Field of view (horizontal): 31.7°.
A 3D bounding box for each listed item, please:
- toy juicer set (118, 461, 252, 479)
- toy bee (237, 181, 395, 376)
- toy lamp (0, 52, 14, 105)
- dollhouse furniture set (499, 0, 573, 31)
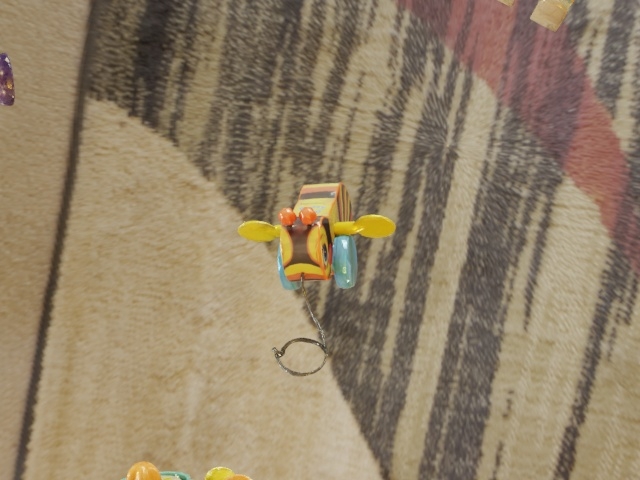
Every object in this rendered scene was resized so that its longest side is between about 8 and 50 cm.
[{"bbox_3d":[-0.232,0.365,1.687,0.329,0.209,0.089,-4,95,47],"label":"toy juicer set"},{"bbox_3d":[0.000,0.000,1.433,0.195,0.298,0.162,-15,128,-5],"label":"toy bee"},{"bbox_3d":[-0.534,-0.196,1.428,0.275,0.080,0.080,-8,95,-24],"label":"toy lamp"},{"bbox_3d":[0.294,-0.455,1.565,0.242,0.161,0.212,29,83,4],"label":"dollhouse furniture set"}]
